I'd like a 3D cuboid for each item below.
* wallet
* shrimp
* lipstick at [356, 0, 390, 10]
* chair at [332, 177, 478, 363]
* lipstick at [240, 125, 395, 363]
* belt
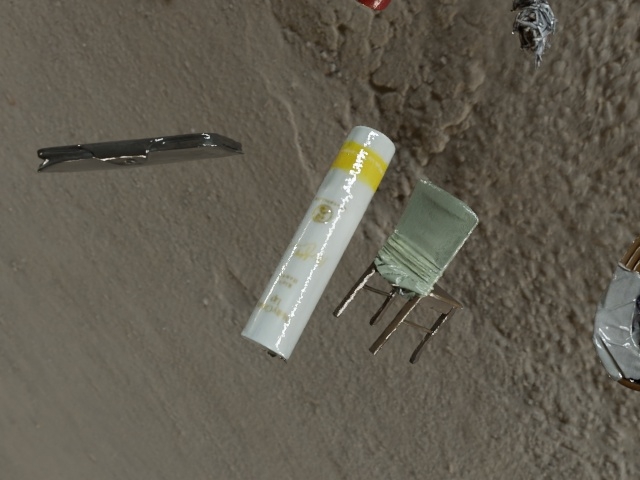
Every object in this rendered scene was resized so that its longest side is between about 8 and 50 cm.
[{"bbox_3d":[-0.348,-0.171,1.267,0.378,0.197,0.051,-5,93,8],"label":"wallet"},{"bbox_3d":[0.315,-0.317,0.956,0.065,0.165,0.056,26,143,-24],"label":"shrimp"},{"bbox_3d":[0.117,-0.407,0.822,0.080,0.080,0.241,43,133,1],"label":"lipstick"},{"bbox_3d":[0.188,0.063,1.244,0.160,0.186,0.319,42,102,39],"label":"chair"},{"bbox_3d":[0.000,0.000,0.695,0.059,0.264,0.059,26,166,7],"label":"lipstick"},{"bbox_3d":[0.613,0.107,1.116,0.217,0.122,0.338,29,96,36],"label":"belt"}]
